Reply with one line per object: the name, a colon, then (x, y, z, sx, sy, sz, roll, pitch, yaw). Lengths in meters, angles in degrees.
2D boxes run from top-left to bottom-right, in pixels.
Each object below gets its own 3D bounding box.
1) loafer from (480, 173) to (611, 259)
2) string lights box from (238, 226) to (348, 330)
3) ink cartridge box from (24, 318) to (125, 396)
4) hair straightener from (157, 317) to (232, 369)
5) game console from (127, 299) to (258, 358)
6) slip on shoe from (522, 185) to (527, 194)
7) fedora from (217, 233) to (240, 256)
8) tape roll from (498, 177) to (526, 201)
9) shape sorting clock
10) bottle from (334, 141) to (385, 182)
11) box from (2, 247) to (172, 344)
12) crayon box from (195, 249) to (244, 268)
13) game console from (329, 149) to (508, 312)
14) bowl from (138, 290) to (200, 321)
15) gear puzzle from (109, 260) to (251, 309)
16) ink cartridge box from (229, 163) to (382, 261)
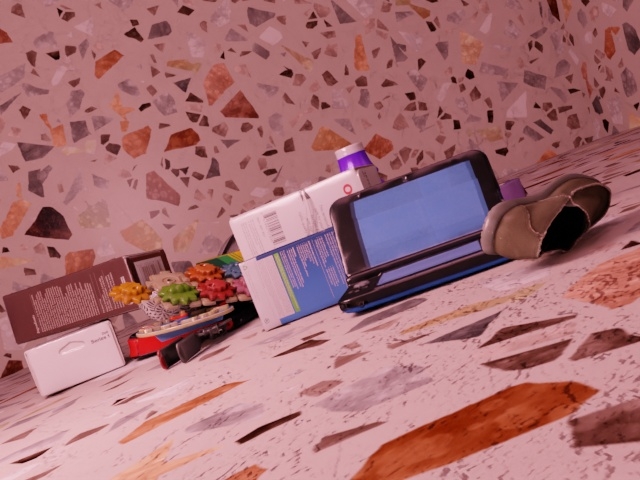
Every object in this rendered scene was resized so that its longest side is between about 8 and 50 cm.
loafer: (0.315, -0.020, 0.962, 0.251, 0.094, 0.087, -21, 35, -37)
string lights box: (-0.002, 0.054, 1.343, 0.260, 0.133, 0.077, -21, 2, 3)
ink cartridge box: (-0.597, 0.281, 1.810, 0.201, 0.117, 0.278, -21, 1, -17)
hair straightener: (-0.223, 0.193, 1.423, 0.089, 0.047, 0.230, -21, -2, 18)
game console: (-0.244, 0.185, 1.792, 0.342, 0.060, 0.386, -14, 6, 28)
slip on shoe: (0.542, -0.132, 2.023, 0.041, 0.051, 0.135, -33, 4, 19)
fedora: (-0.192, 0.080, 2.231, 0.124, 0.243, 0.275, 17, 23, 35)
tape roll: (0.366, -0.070, 1.637, 0.189, 0.080, 0.189, -21, 1, 0)
shape sorting clock: (-0.281, 0.165, 1.524, 0.206, 0.040, 0.206, -19, 3, 1)
bottle: (0.112, -0.080, 1.662, 0.092, 0.282, 0.118, -23, 4, -37)
box: (-0.579, 0.140, 1.859, 0.382, 0.143, 0.191, -19, 0, 18)
crayon box: (-0.101, 0.049, 1.996, 0.363, 0.106, 0.313, -15, 1, -40)
game console: (0.154, -0.024, 1.173, 0.293, 0.173, 0.250, -21, 2, 11)
bowl: (-0.333, 0.148, 1.685, 0.170, 0.080, 0.170, -17, 4, 1)
gear puzzle: (-0.285, 0.087, 1.587, 0.339, 0.044, 0.175, -5, 25, -24)
ink cartridge box: (0.000, 0.000, 1.522, 0.308, 0.223, 0.129, -21, 1, 25)
